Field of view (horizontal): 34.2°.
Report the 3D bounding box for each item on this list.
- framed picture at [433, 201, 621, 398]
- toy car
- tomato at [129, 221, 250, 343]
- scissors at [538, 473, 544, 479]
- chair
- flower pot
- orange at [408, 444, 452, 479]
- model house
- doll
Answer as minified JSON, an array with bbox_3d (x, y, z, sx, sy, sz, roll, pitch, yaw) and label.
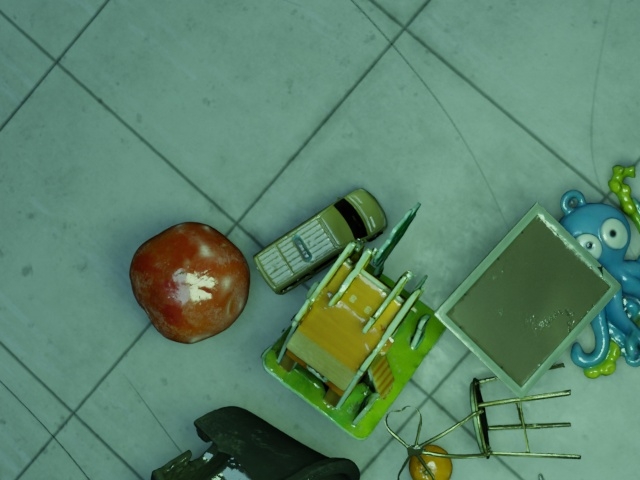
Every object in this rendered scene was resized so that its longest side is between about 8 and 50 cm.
[{"bbox_3d":[0.359,0.103,1.793,0.216,0.016,0.273,45,82,-1],"label":"framed picture"},{"bbox_3d":[0.000,0.000,1.946,0.256,0.124,0.101,-33,85,7],"label":"toy car"},{"bbox_3d":[-0.243,0.077,1.947,0.232,0.188,0.232,0,89,6],"label":"tomato"},{"bbox_3d":[0.437,0.577,1.909,0.109,0.022,0.300,-13,85,4],"label":"scissors"},{"bbox_3d":[0.290,0.324,1.865,0.325,0.170,0.160,-10,106,10],"label":"chair"},{"bbox_3d":[-0.141,0.463,1.875,0.251,0.379,0.379,41,94,29],"label":"flower pot"},{"bbox_3d":[0.203,0.419,1.921,0.083,0.083,0.084,0,87,8],"label":"orange"},{"bbox_3d":[0.114,0.103,1.779,0.242,0.313,0.358,39,51,7],"label":"model house"},{"bbox_3d":[0.505,0.068,1.862,0.346,0.099,0.341,-26,87,-3],"label":"doll"}]
